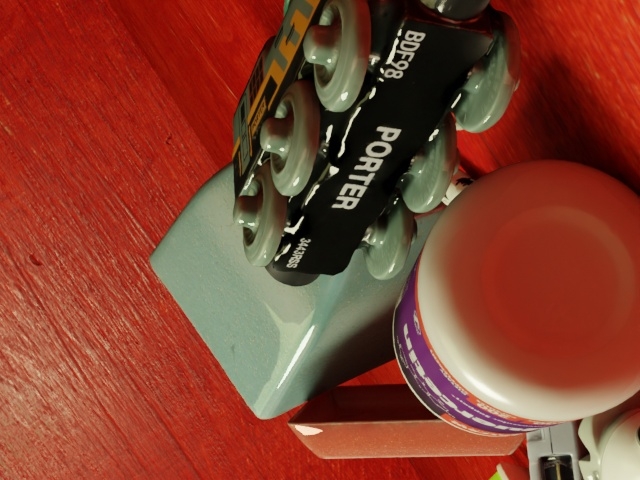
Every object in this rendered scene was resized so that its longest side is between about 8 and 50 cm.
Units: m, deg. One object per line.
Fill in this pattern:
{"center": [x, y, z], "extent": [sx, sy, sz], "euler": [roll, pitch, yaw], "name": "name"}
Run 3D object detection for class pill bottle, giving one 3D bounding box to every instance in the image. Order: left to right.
{"center": [0.154, 0.062, 0.910], "extent": [0.181, 0.181, 0.323], "euler": [54, 172, 10], "name": "pill bottle"}

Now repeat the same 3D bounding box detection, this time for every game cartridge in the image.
{"center": [0.254, 0.294, 1.121], "extent": [0.196, 0.060, 0.294], "euler": [19, -116, -73], "name": "game cartridge"}

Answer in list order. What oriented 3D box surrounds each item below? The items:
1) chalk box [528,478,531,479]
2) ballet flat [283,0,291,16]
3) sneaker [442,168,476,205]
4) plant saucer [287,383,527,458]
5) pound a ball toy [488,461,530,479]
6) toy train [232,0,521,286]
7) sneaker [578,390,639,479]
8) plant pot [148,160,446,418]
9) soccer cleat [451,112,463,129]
{"center": [0.260, 0.341, 1.285], "extent": [0.132, 0.213, 0.132], "euler": [54, 172, 8], "name": "chalk box"}
{"center": [0.044, -0.159, 1.018], "extent": [0.096, 0.095, 0.280], "euler": [43, 180, 15], "name": "ballet flat"}
{"center": [0.146, -0.042, 1.071], "extent": [0.109, 0.040, 0.044], "euler": [46, 152, 32], "name": "sneaker"}
{"center": [0.112, 0.201, 1.286], "extent": [0.258, 0.259, 0.048], "euler": [-10, -84, -81], "name": "plant saucer"}
{"center": [0.339, 0.446, 1.568], "extent": [0.136, 0.208, 0.319], "euler": [24, -154, -38], "name": "pound a ball toy"}
{"center": [0.023, -0.108, 0.793], "extent": [0.334, 0.142, 0.190], "euler": [119, 150, -51], "name": "toy train"}
{"center": [0.329, 0.288, 1.009], "extent": [0.330, 0.122, 0.146], "euler": [60, 172, -32], "name": "sneaker"}
{"center": [0.000, 0.000, 1.286], "extent": [0.247, 0.248, 0.252], "euler": [52, 137, 21], "name": "plant pot"}
{"center": [0.064, -0.172, 0.914], "extent": [0.196, 0.068, 0.076], "euler": [56, 180, -14], "name": "soccer cleat"}
